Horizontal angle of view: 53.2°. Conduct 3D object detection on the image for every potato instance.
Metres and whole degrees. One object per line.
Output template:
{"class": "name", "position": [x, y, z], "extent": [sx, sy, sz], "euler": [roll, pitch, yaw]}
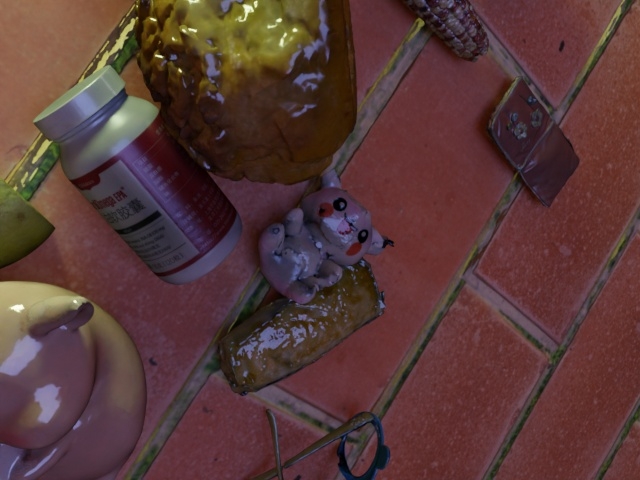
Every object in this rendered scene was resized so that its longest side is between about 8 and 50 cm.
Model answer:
{"class": "potato", "position": [-0.382, 0.003, 0.707], "extent": [0.120, 0.081, 0.149], "euler": [44, 78, -27]}

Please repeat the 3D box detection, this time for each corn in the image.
{"class": "corn", "position": [0.170, -0.352, 0.944], "extent": [0.237, 0.079, 0.079], "euler": [38, 82, -33]}

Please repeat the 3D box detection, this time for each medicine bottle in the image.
{"class": "medicine bottle", "position": [-0.209, -0.071, 0.758], "extent": [0.131, 0.131, 0.250], "euler": [-44, 118, -14]}

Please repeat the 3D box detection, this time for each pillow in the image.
{"class": "pillow", "position": [0.371, -0.168, 1.113], "extent": [0.232, 0.043, 0.126], "euler": [41, 80, -31]}

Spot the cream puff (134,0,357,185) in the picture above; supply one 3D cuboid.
{"class": "cream puff", "position": [-0.080, -0.230, 0.702], "extent": [0.231, 0.327, 0.343], "euler": [-3, 133, 9]}

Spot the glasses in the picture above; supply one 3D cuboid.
{"class": "glasses", "position": [-0.022, 0.350, 1.002], "extent": [0.207, 0.102, 0.239], "euler": [33, 85, -3]}

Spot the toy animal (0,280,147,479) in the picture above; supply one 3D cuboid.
{"class": "toy animal", "position": [-0.312, 0.158, 0.700], "extent": [0.256, 0.195, 0.213], "euler": [64, 44, -63]}

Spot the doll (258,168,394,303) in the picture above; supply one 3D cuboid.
{"class": "doll", "position": [0.000, 0.000, 0.910], "extent": [0.192, 0.095, 0.149], "euler": [-37, 98, -17]}

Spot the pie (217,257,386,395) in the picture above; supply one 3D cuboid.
{"class": "pie", "position": [-0.017, 0.124, 0.948], "extent": [0.282, 0.068, 0.128], "euler": [-30, 112, -24]}
